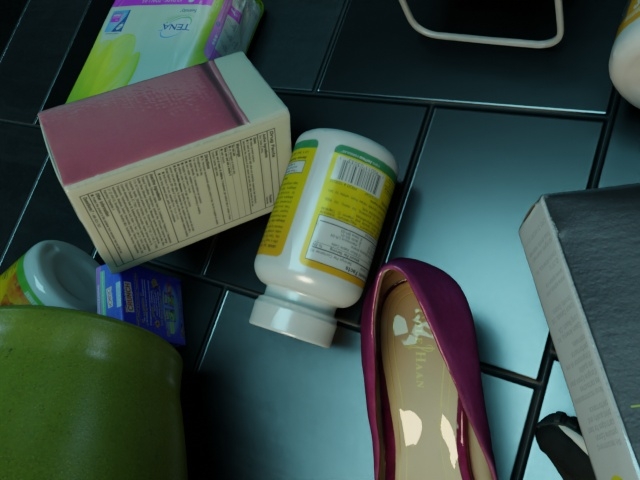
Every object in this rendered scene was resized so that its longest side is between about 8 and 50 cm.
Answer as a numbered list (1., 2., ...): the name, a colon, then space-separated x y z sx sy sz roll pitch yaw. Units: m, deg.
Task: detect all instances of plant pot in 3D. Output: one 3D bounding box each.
1. plant pot: -0.273 0.262 0.503 0.367 0.366 0.352 -12 56 23

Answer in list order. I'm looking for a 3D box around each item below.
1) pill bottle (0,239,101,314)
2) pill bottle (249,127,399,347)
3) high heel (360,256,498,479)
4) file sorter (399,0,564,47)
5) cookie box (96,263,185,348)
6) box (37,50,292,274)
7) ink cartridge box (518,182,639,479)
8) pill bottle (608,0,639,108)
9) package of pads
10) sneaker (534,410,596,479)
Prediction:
1. pill bottle: -0.400 0.124 0.708 0.246 0.136 0.136 -39 60 10
2. pill bottle: 0.000 0.000 0.566 0.118 0.118 0.208 12 78 29
3. high heel: 0.079 0.205 0.417 0.127 0.181 0.376 -13 67 22
4. file sorter: 0.202 -0.373 0.563 0.193 0.173 0.277 19 81 31
5. cookie box: -0.214 0.081 0.648 0.040 0.107 0.091 -20 65 19
6. box: -0.160 -0.089 0.604 0.233 0.148 0.126 -23 57 -17
7. ink cartridge box: 0.320 0.093 0.335 0.304 0.072 0.307 -7 61 0
8. pill bottle: 0.361 -0.250 0.449 0.162 0.162 0.278 16 80 30
9. package of pads: -0.228 -0.243 0.774 0.229 0.101 0.296 15 81 31
10. sneaker: 0.242 0.255 0.369 0.124 0.107 0.283 -49 59 10
